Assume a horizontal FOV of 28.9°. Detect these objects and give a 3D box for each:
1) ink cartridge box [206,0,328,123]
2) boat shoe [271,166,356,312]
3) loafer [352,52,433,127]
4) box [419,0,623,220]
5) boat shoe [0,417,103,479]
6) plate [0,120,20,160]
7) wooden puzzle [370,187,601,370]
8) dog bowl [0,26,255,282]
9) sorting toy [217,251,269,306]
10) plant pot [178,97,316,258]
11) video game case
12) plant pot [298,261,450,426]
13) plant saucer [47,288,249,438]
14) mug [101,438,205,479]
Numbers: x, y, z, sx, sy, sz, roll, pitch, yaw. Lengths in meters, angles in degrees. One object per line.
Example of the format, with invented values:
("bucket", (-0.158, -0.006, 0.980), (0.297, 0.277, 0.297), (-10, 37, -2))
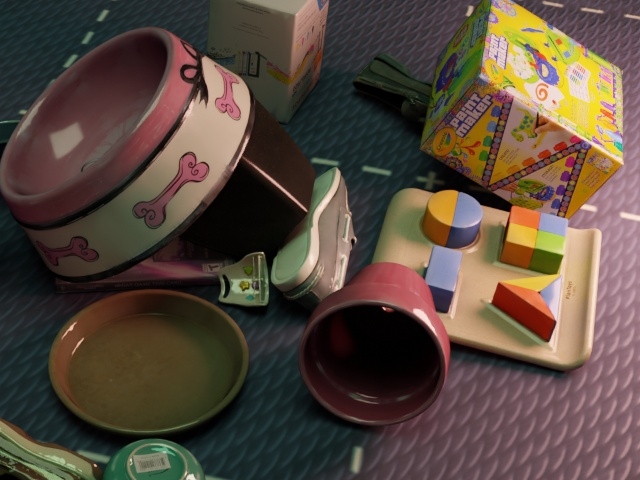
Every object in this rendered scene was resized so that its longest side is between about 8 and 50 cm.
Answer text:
("ink cartridge box", (-0.095, -0.364, 2.230), (0.168, 0.232, 0.171), (19, 42, 13))
("boat shoe", (0.000, 0.000, 1.945), (0.099, 0.116, 0.319), (45, 29, -19))
("loafer", (0.162, -0.246, 2.242), (0.084, 0.096, 0.267), (-35, 48, -15))
("box", (0.341, -0.224, 2.077), (0.279, 0.177, 0.290), (30, 39, -11))
("boat shoe", (-0.404, 0.284, 1.553), (0.257, 0.095, 0.095), (17, 48, 13))
("plate", (-0.509, -0.138, 1.985), (0.188, 0.188, 0.024), (-12, 72, -19))
("wooden puzzle", (0.254, 0.036, 1.914), (0.348, 0.080, 0.322), (11, 41, 8))
("dog bowl", (-0.301, -0.143, 1.828), (0.408, 0.150, 0.408), (-26, 39, 23))
("sorting toy", (-0.117, 0.065, 1.867), (0.075, 0.045, 0.083), (-5, 72, 6))
("plant pot", (-0.112, -0.081, 1.919), (0.167, 0.188, 0.187), (34, 31, -16))
("video game case", (-0.276, 0.003, 1.944), (0.274, 0.026, 0.196), (-2, 41, -9))
("plant pot", (0.083, 0.127, 1.718), (0.201, 0.201, 0.180), (10, 27, 7))
("plant saucer", (-0.238, 0.174, 1.735), (0.278, 0.041, 0.278), (3, 41, -3))
("mug", (-0.211, 0.315, 1.516), (0.129, 0.097, 0.158), (23, 39, 11))
